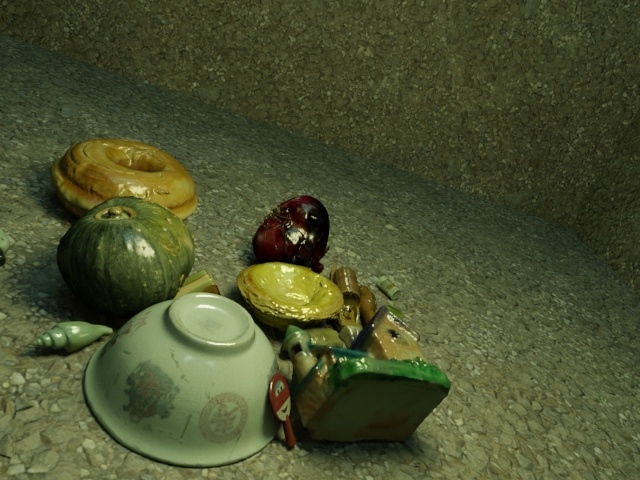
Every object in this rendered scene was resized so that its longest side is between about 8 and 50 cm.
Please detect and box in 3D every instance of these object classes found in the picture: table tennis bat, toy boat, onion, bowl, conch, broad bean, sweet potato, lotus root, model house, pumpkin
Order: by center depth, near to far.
[{"bbox_3d":[-0.079,0.353,1.172,0.019,0.154,0.098,-13,3,16],"label":"table tennis bat"},{"bbox_3d":[-0.251,0.238,1.191,0.435,0.195,0.434,19,24,-8],"label":"bowl"},{"bbox_3d":[-0.535,0.207,1.200,0.180,0.088,0.065,0,75,-52],"label":"conch"},{"bbox_3d":[0.082,0.285,1.306,0.312,0.245,0.280,15,30,-30],"label":"model house"},{"bbox_3d":[-0.454,0.036,1.367,0.292,0.257,0.327,12,29,18],"label":"pumpkin"},{"bbox_3d":[-0.019,0.269,1.464,0.183,0.077,0.090,4,29,-38],"label":"lotus root"},{"bbox_3d":[0.074,0.165,1.716,0.089,0.115,0.310,17,25,-10],"label":"toy boat"},{"bbox_3d":[0.146,0.208,1.749,0.067,0.067,0.274,16,21,-12],"label":"sweet potato"},{"bbox_3d":[-0.082,-0.014,1.780,0.281,0.280,0.221,12,3,-21],"label":"onion"},{"bbox_3d":[0.227,0.234,1.791,0.083,0.045,0.063,17,24,-30],"label":"broad bean"}]

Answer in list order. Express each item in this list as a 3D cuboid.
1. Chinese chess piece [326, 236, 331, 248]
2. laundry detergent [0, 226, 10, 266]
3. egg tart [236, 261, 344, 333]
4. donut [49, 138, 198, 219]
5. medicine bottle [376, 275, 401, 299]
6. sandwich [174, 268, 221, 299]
[{"bbox_3d":[0.000,0.000,2.106,0.084,0.034,0.084,16,24,-7],"label":"Chinese chess piece"},{"bbox_3d":[-0.827,-0.006,1.382,0.099,0.070,0.226,6,28,-50],"label":"laundry detergent"},{"bbox_3d":[-0.092,0.163,1.566,0.315,0.120,0.315,13,21,-5],"label":"egg tart"},{"bbox_3d":[-0.606,-0.176,1.772,0.449,0.198,0.449,19,26,-10],"label":"donut"},{"bbox_3d":[0.235,0.163,1.940,0.047,0.047,0.083,0,33,-40],"label":"medicine bottle"},{"bbox_3d":[-0.345,0.167,1.483,0.163,0.113,0.079,-30,48,-17],"label":"sandwich"}]
